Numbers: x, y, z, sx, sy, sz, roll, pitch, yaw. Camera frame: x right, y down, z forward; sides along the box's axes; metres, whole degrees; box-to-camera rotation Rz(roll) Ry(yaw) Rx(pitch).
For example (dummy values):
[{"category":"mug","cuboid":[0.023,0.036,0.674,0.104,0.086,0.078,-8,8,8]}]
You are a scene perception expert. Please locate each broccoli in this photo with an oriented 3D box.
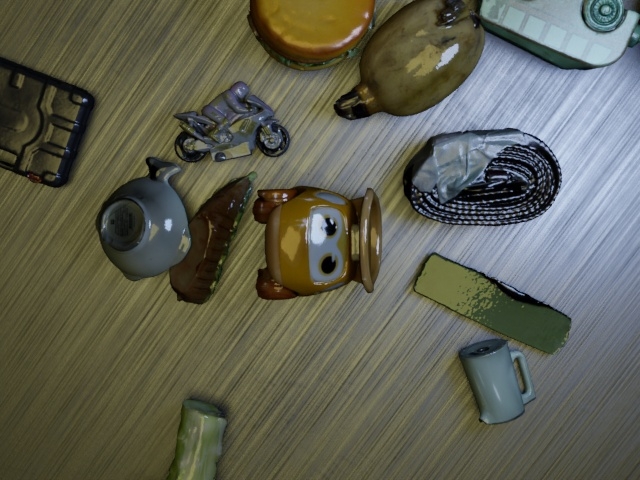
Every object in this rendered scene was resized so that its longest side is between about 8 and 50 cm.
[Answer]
[{"category":"broccoli","cuboid":[-0.287,0.500,1.651,0.252,0.221,0.361,-8,85,-5]}]

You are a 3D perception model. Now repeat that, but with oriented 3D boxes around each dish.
[{"category":"dish","cuboid":[-0.353,-0.041,1.617,0.224,0.078,0.246,18,93,23]}]

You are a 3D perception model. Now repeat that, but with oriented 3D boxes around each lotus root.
[{"category":"lotus root","cuboid":[0.160,-0.322,1.572,0.310,0.183,0.183,-40,94,8]}]

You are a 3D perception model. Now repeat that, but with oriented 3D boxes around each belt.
[{"category":"belt","cuboid":[0.302,-0.117,1.589,0.289,0.164,0.184,-4,104,1]}]

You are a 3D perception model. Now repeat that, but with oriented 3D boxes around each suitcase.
[{"category":"suitcase","cuboid":[-0.604,-0.241,1.642,0.286,0.066,0.206,20,95,-1]}]

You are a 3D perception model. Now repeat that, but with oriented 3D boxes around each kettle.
[{"category":"kettle","cuboid":[0.348,0.275,1.670,0.098,0.127,0.148,-15,99,34]}]

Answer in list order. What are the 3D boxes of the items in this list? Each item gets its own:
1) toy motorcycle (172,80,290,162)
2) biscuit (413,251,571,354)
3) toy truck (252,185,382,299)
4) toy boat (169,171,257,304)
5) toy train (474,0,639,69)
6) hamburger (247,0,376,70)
[{"category":"toy motorcycle","cuboid":[-0.175,-0.230,1.632,0.225,0.073,0.152,-4,94,0]},{"category":"biscuit","cuboid":[0.344,0.125,1.674,0.322,0.038,0.099,24,99,-2]},{"category":"toy truck","cuboid":[0.000,0.000,1.562,0.212,0.288,0.204,0,94,13]},{"category":"toy boat","cuboid":[-0.215,-0.011,1.645,0.108,0.099,0.293,29,97,24]},{"category":"toy train","cuboid":[0.439,-0.417,1.577,0.326,0.129,0.159,23,101,-2]},{"category":"hamburger","cuboid":[-0.016,-0.430,1.563,0.246,0.170,0.246,1,85,-7]}]
